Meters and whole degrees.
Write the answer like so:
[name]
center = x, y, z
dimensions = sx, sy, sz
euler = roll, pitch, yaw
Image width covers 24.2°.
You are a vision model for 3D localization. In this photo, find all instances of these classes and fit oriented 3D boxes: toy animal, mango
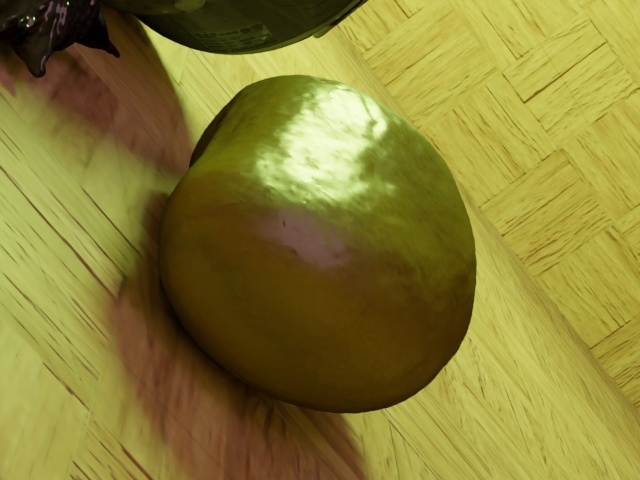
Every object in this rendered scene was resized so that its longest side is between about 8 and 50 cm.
[toy animal]
center = -0.153, -0.128, 0.811
dimensions = 0.202, 0.070, 0.105
euler = 21, 46, -77
[mango]
center = 0.006, 0.005, 0.848
dimensions = 0.195, 0.142, 0.331
euler = 47, 18, -10

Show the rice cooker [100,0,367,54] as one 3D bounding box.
[rice cooker]
center = -0.087, -0.289, 1.056
dimensions = 0.288, 0.288, 0.277
euler = 57, 11, 24
